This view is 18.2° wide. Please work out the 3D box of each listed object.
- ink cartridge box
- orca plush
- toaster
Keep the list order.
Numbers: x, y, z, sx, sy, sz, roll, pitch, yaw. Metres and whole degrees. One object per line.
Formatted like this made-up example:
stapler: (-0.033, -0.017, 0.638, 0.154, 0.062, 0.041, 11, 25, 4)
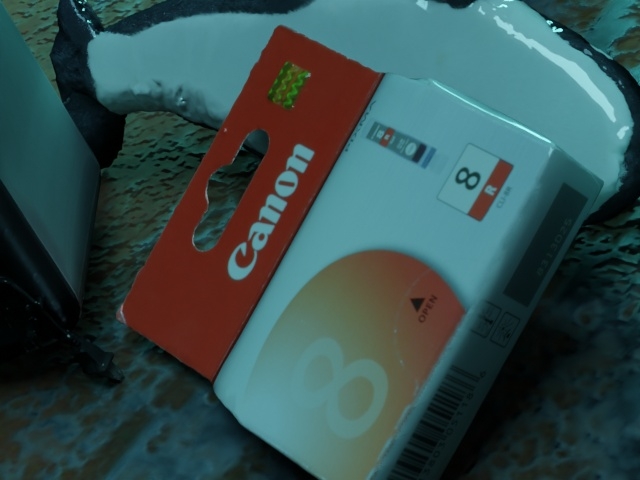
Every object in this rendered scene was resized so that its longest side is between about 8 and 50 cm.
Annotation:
ink cartridge box: (0.000, 0.000, 0.755, 0.179, 0.045, 0.145, 30, 92, 37)
orca plush: (0.022, -0.052, 0.860, 0.287, 0.102, 0.151, -6, 85, 32)
toaster: (-0.190, -0.018, 0.827, 0.168, 0.186, 0.110, -17, 36, 18)
